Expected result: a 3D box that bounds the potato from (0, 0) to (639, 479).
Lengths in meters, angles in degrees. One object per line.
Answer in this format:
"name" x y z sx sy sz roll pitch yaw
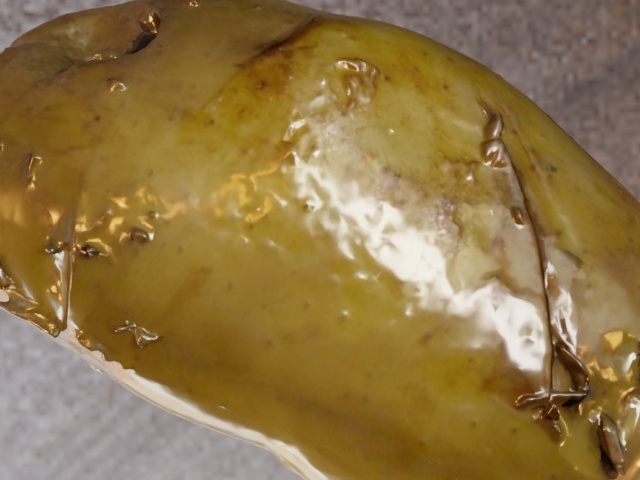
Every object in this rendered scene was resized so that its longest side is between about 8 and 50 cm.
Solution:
"potato" 0.000 0.000 0.718 0.300 0.173 0.140 25 175 1
